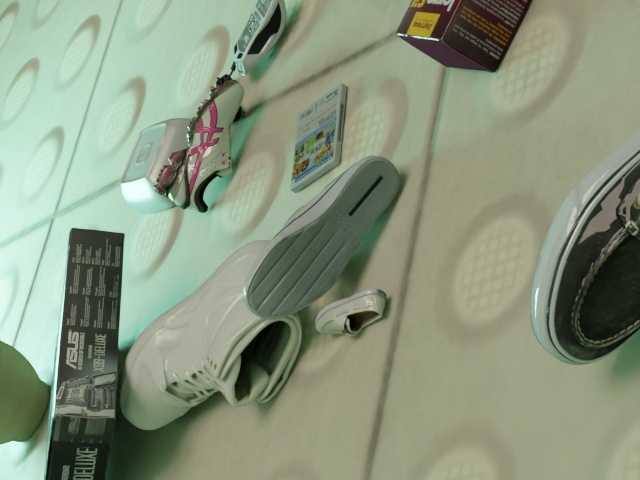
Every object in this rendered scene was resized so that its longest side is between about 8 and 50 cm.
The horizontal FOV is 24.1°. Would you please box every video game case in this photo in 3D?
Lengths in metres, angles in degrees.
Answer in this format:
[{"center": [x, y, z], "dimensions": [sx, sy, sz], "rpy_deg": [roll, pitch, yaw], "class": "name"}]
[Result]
[{"center": [-0.002, -0.126, 1.847], "dimensions": [0.087, 0.011, 0.122], "rpy_deg": [-32, 41, 42], "class": "video game case"}]

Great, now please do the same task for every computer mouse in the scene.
[{"center": [-0.091, -0.260, 2.076], "dimensions": [0.193, 0.042, 0.106], "rpy_deg": [-59, 24, 17], "class": "computer mouse"}]

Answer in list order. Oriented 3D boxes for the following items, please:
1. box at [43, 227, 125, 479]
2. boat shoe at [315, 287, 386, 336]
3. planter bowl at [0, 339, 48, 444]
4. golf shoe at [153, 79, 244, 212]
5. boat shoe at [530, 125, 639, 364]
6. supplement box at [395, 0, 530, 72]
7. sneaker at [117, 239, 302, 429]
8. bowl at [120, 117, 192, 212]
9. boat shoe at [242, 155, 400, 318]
[{"center": [-0.301, 0.176, 1.904], "dimensions": [0.242, 0.077, 0.307], "rpy_deg": [106, 166, -45], "class": "box"}, {"center": [0.031, 0.084, 1.595], "dimensions": [0.100, 0.035, 0.035], "rpy_deg": [-27, 42, 37], "class": "boat shoe"}, {"center": [-0.466, 0.231, 2.188], "dimensions": [0.162, 0.109, 0.162], "rpy_deg": [-38, 38, 37], "class": "planter bowl"}, {"center": [-0.144, -0.126, 2.022], "dimensions": [0.186, 0.086, 0.067], "rpy_deg": [-60, -7, 7], "class": "golf shoe"}, {"center": [0.290, -0.033, 1.182], "dimensions": [0.335, 0.121, 0.119], "rpy_deg": [-55, 25, 8], "class": "boat shoe"}, {"center": [0.174, -0.284, 1.625], "dimensions": [0.104, 0.081, 0.188], "rpy_deg": [22, 86, 61], "class": "supplement box"}, {"center": [-0.133, 0.147, 1.727], "dimensions": [0.292, 0.108, 0.169], "rpy_deg": [-49, 29, 21], "class": "sneaker"}, {"center": [-0.235, -0.114, 2.170], "dimensions": [0.142, 0.053, 0.142], "rpy_deg": [-7, 59, 58], "class": "bowl"}, {"center": [0.000, 0.000, 1.657], "dimensions": [0.226, 0.083, 0.076], "rpy_deg": [-43, 11, -12], "class": "boat shoe"}]
